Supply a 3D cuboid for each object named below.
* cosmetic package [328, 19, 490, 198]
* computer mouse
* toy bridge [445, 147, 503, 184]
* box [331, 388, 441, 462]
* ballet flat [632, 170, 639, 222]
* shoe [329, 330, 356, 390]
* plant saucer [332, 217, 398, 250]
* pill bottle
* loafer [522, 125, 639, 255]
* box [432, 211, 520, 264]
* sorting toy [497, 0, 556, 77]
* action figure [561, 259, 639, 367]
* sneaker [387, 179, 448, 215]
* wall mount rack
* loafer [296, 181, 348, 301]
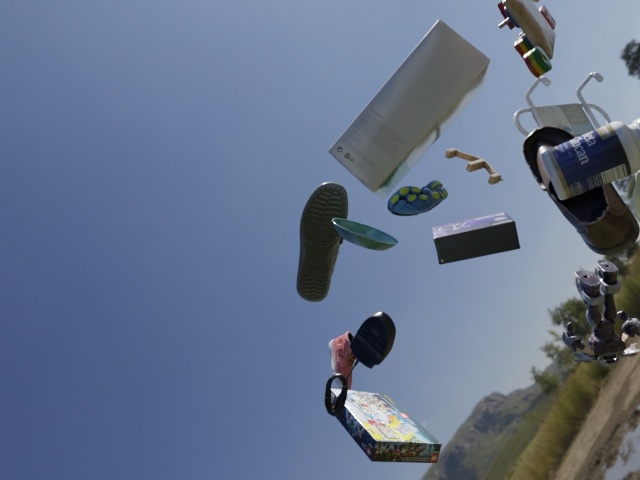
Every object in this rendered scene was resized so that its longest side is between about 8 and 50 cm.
[{"bbox_3d":[0.206,-0.288,1.069,0.365,0.155,0.197,-48,-12,12],"label":"cosmetic package"},{"bbox_3d":[0.072,0.231,0.845,0.041,0.071,0.242,-2,-52,-50],"label":"computer mouse"},{"bbox_3d":[0.444,-0.214,1.300,0.063,0.188,0.026,-17,-47,-28],"label":"toy bridge"},{"bbox_3d":[0.129,0.399,0.998,0.159,0.233,0.044,14,-87,-22],"label":"box"},{"bbox_3d":[0.817,-0.044,1.014,0.163,0.483,0.182,12,-34,-18],"label":"ballet flat"},{"bbox_3d":[0.080,0.366,1.393,0.081,0.178,0.063,-38,-50,24],"label":"shoe"},{"bbox_3d":[0.073,-0.008,0.778,0.119,0.119,0.021,-1,-67,-54],"label":"plant saucer"},{"bbox_3d":[0.477,-0.143,0.775,0.169,0.094,0.094,-24,-20,26],"label":"pill bottle"},{"bbox_3d":[0.551,-0.142,0.993,0.133,0.366,0.130,-39,-48,25],"label":"loafer"},{"bbox_3d":[0.525,-0.011,1.569,0.184,0.261,0.103,-55,-50,-70],"label":"box"},{"bbox_3d":[0.373,-0.399,0.841,0.046,0.132,0.275,-31,21,45],"label":"sorting toy"},{"bbox_3d":[0.713,0.202,1.152,0.185,0.099,0.285,-16,-72,-2],"label":"action figure"},{"bbox_3d":[0.204,-0.078,0.973,0.188,0.067,0.078,-20,-22,-46],"label":"sneaker"},{"bbox_3d":[0.749,-0.336,1.295,0.349,0.304,0.130,-10,-24,-17],"label":"wall mount rack"},{"bbox_3d":[0.000,0.000,0.960,0.087,0.094,0.251,-58,-18,-79],"label":"loafer"}]
